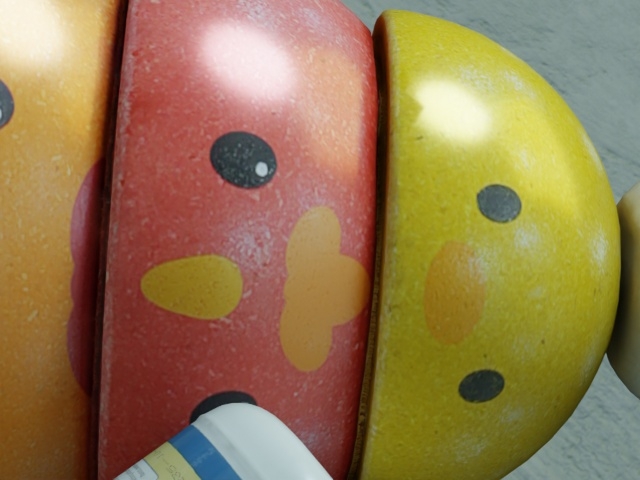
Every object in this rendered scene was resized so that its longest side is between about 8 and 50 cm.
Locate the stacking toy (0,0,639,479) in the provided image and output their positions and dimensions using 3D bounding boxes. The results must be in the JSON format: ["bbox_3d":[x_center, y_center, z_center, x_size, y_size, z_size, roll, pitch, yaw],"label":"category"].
[{"bbox_3d":[0.000,0.000,0.770,0.350,0.479,0.351,-179,-90,-87],"label":"stacking toy"}]

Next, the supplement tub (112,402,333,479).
[{"bbox_3d":[-0.064,0.162,0.598,0.144,0.199,0.144,53,-10,14],"label":"supplement tub"}]
